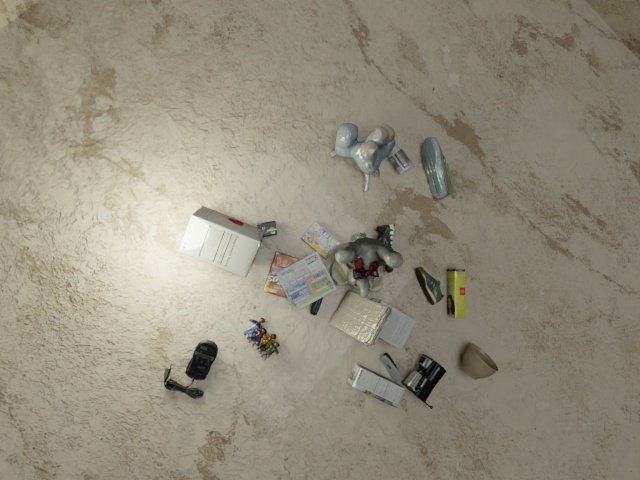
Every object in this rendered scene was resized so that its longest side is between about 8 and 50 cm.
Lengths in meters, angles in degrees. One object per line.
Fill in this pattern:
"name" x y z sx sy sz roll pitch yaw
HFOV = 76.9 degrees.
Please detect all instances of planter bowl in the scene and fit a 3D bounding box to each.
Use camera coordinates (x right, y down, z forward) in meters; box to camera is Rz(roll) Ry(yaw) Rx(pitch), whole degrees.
"planter bowl" 0.728 0.579 1.886 0.162 0.162 0.109 37 106 -5

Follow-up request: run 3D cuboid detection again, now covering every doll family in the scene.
"doll family" -0.252 0.422 1.763 0.111 0.076 0.193 -43 90 -6

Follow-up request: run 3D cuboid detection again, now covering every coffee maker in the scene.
"coffee maker" 0.490 0.642 1.861 0.178 0.120 0.171 -49 117 -9

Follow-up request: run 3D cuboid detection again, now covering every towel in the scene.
"towel" 0.173 0.333 1.755 0.049 0.282 0.187 39 78 -36

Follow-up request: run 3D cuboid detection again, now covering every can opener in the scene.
"can opener" -0.007 0.249 1.833 0.059 0.073 0.186 20 78 -50

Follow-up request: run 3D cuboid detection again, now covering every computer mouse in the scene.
"computer mouse" -0.552 0.526 1.711 0.183 0.060 0.262 19 94 -12

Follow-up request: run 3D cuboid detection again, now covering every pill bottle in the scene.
"pill bottle" 0.374 -0.395 1.938 0.078 0.078 0.137 -37 92 -11

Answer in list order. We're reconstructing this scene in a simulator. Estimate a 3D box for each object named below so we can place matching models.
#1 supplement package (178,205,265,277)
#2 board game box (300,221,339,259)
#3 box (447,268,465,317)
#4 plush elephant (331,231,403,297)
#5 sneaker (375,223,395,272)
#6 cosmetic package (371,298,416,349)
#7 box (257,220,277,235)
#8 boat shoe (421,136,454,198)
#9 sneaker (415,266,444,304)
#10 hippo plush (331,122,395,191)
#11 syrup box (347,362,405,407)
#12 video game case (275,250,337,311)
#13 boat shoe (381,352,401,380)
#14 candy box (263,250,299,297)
"supplement package" -0.406 0.002 1.696 0.292 0.177 0.176 22 105 -8
"board game box" 0.000 0.000 1.865 0.154 0.026 0.103 40 80 -4
"box" 0.648 0.251 1.925 0.058 0.087 0.233 3 84 -10
"plush elephant" 0.189 0.128 1.785 0.271 0.330 0.256 2 108 -4
"sneaker" 0.296 0.035 1.891 0.106 0.078 0.235 2 81 -7
"cosmetic package" 0.297 0.373 1.821 0.183 0.151 0.152 30 81 -5
"box" -0.240 -0.051 1.816 0.083 0.052 0.062 -10 87 -9
"boat shoe" 0.574 -0.356 1.968 0.094 0.109 0.303 -16 97 -26
"sneaker" 0.527 0.204 1.924 0.086 0.064 0.192 -24 90 -18
"hippo plush" 0.192 -0.441 1.861 0.236 0.294 0.234 34 67 20
"syrup box" 0.248 0.651 1.817 0.236 0.093 0.096 26 82 -7
"video game case" -0.062 0.180 1.783 0.212 0.023 0.194 -27 90 -9
"boat shoe" 0.332 0.582 1.863 0.142 0.049 0.040 56 41 -6
"candy box" -0.177 0.153 1.809 0.109 0.053 0.187 18 84 -8
